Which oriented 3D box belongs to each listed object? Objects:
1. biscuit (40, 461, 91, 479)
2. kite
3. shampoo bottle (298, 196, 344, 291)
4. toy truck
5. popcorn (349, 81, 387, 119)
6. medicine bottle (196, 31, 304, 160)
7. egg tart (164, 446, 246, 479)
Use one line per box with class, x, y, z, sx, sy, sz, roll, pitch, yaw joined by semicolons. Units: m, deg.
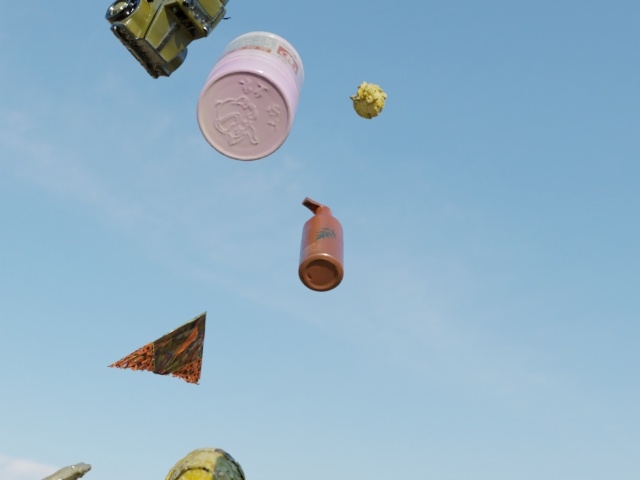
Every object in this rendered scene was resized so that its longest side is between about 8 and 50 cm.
biscuit;-0.552;0.487;1.836;0.290;0.038;0.141;-31;-10;-24
kite;-0.201;0.150;1.431;0.008;0.125;0.222;40;7;30
shampoo bottle;0.002;0.001;1.837;0.085;0.244;0.085;0;-61;-1
toy truck;-0.179;-0.353;1.401;0.127;0.257;0.127;17;-24;46
popcorn;0.103;-0.304;2.162;0.083;0.057;0.082;19;-39;21
medicine bottle;-0.142;-0.312;2.103;0.202;0.316;0.202;1;-66;2
egg tart;-0.273;0.585;2.293;0.213;0.212;0.090;1;-9;11
